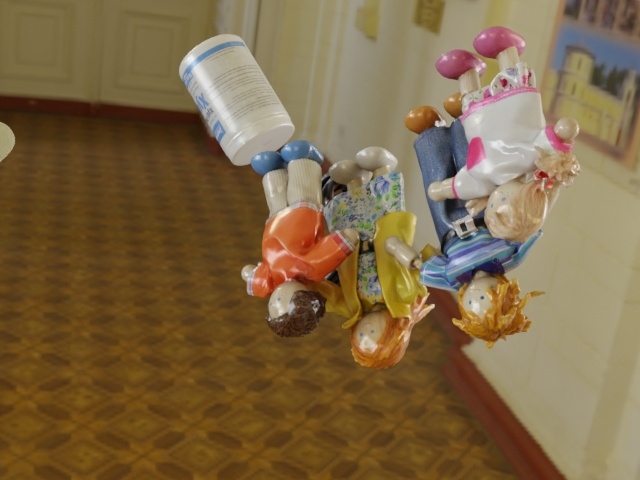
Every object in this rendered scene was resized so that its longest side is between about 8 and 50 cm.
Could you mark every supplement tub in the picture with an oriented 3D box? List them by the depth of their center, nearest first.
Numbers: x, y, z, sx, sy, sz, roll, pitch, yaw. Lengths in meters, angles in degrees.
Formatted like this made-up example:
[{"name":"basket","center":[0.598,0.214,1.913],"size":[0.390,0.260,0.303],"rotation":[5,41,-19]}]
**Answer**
[{"name":"supplement tub","center":[-0.079,-0.132,0.919],"size":[0.071,0.071,0.107],"rotation":[-16,70,-49]}]

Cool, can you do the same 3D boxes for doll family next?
[{"name":"doll family","center":[0.071,-0.005,0.636],"size":[0.263,0.163,0.118],"rotation":[-26,-35,34]}]

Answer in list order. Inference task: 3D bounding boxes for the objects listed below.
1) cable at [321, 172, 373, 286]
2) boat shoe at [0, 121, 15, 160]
[{"name":"cable","center":[0.000,0.000,1.017],"size":[0.047,0.150,0.184],"rotation":[13,-11,-28]},{"name":"boat shoe","center":[-0.331,-0.063,0.862],"size":[0.133,0.049,0.042],"rotation":[-38,3,-27]}]
